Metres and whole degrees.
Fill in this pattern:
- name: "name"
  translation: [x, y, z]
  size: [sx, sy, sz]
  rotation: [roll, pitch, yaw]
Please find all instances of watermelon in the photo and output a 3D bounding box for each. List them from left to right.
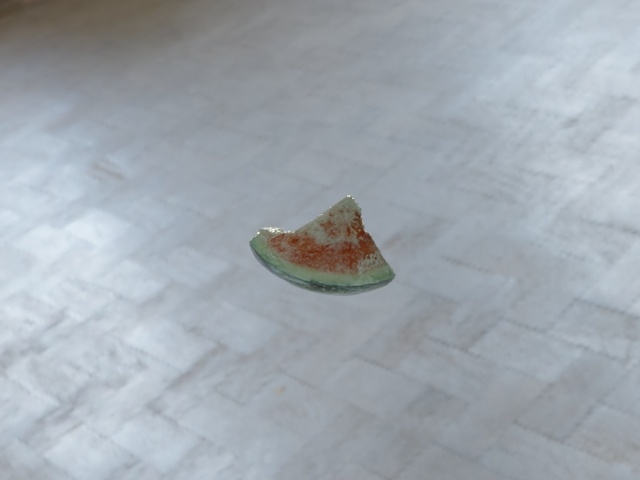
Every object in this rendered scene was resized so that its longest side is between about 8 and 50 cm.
- name: "watermelon"
  translation: [0.000, 0.000, 0.764]
  size: [0.085, 0.085, 0.061]
  rotation: [20, 90, 48]
